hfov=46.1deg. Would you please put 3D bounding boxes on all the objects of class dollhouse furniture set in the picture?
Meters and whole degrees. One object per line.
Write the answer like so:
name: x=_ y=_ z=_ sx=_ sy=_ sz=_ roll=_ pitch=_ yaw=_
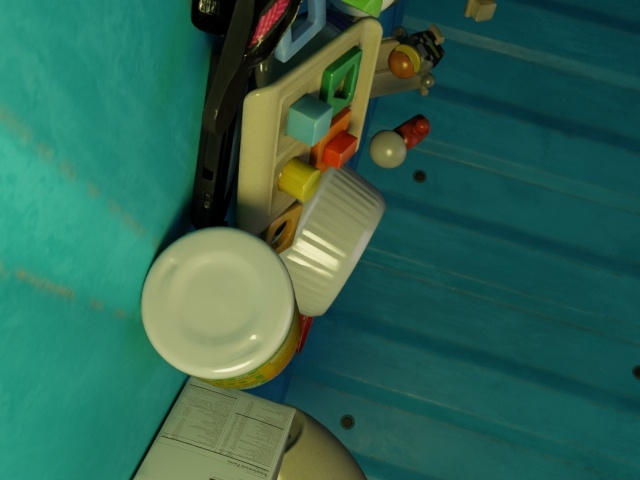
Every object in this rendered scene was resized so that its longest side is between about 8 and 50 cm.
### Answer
dollhouse furniture set: x=0.144 y=-0.390 z=1.383 sx=0.355 sy=0.303 sz=0.174 roll=103 pitch=-32 yaw=-52

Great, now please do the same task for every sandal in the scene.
sandal: x=-0.043 y=-0.162 z=0.574 sx=0.067 sy=0.040 sz=0.179 roll=1 pitch=107 yaw=-82

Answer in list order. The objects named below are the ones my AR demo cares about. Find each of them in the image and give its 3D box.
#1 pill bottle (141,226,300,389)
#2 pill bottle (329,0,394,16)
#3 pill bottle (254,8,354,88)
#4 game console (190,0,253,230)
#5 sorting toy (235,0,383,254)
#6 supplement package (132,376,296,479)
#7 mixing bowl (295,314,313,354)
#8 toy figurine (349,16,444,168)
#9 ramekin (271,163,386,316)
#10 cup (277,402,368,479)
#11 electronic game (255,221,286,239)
pill bottle: x=-0.089 y=0.082 z=0.772 sx=0.246 sy=0.136 sz=0.136 roll=87 pitch=20 yaw=-75
pill bottle: x=0.066 y=-0.384 z=1.081 sx=0.215 sy=0.117 sz=0.117 roll=-61 pitch=166 yaw=-68
pill bottle: x=-0.003 y=-0.217 z=0.899 sx=0.187 sy=0.112 sz=0.112 roll=-64 pitch=169 yaw=-64
game console: x=-0.070 y=-0.172 z=0.697 sx=0.213 sy=0.044 sz=0.361 roll=-65 pitch=171 yaw=-58
sorting toy: x=-0.002 y=-0.107 z=0.758 sx=0.196 sy=0.047 sz=0.348 roll=-41 pitch=154 yaw=-38
supplement package: x=-0.139 y=0.319 z=0.928 sx=0.203 sy=0.149 sz=0.194 roll=-66 pitch=171 yaw=-56
mixing bowl: x=-0.060 y=0.123 z=1.478 sx=0.181 sy=0.098 sz=0.181 roll=17 pitch=90 yaw=-84
toy figurine: x=0.072 y=-0.233 z=1.160 sx=0.148 sy=0.213 sz=0.210 roll=-40 pitch=147 yaw=-51
ramekin: x=0.000 y=0.000 z=1.217 sx=0.273 sy=0.127 sz=0.273 roll=-60 pitch=180 yaw=0
cup: x=-0.079 y=0.447 z=1.405 sx=0.331 sy=0.331 sz=0.237 roll=-66 pitch=145 yaw=-58
electronic game: x=-0.060 y=-0.103 z=1.005 sx=0.229 sy=0.048 sz=0.229 roll=13 pitch=90 yaw=-83
